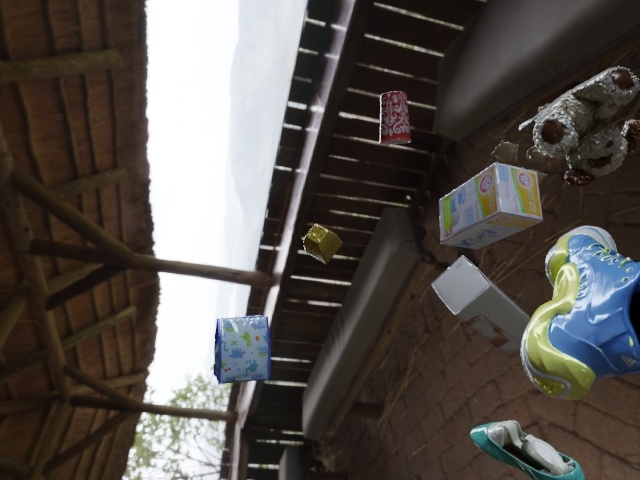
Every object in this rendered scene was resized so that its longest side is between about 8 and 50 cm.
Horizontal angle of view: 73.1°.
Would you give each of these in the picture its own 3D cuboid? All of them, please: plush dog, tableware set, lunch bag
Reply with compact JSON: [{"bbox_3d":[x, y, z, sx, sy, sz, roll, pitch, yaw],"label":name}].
[{"bbox_3d":[0.652,-0.256,1.069,0.262,0.225,0.210,-39,6,4],"label":"plush dog"},{"bbox_3d":[0.592,-0.227,1.290,0.141,0.169,0.020,88,-157,-45],"label":"tableware set"},{"bbox_3d":[-0.191,0.259,1.051,0.096,0.129,0.151,-174,85,-67],"label":"lunch bag"}]

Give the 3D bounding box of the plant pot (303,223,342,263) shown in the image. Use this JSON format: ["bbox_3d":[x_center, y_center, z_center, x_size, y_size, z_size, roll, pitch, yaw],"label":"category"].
[{"bbox_3d":[0.000,0.000,1.211,0.081,0.081,0.083,-51,-32,-16],"label":"plant pot"}]

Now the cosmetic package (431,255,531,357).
[{"bbox_3d":[0.475,0.193,1.230,0.129,0.296,0.153,-46,29,14],"label":"cosmetic package"}]

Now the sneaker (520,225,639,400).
[{"bbox_3d":[0.289,0.052,0.419,0.240,0.091,0.126,-49,6,-37],"label":"sneaker"}]

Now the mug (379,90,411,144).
[{"bbox_3d":[0.262,-0.434,1.549,0.150,0.113,0.169,-62,-32,-82],"label":"mug"}]

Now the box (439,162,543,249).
[{"bbox_3d":[0.356,-0.066,0.928,0.203,0.103,0.114,138,138,-65],"label":"box"}]

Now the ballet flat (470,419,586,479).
[{"bbox_3d":[0.395,0.401,0.838,0.247,0.083,0.087,16,120,62],"label":"ballet flat"}]
